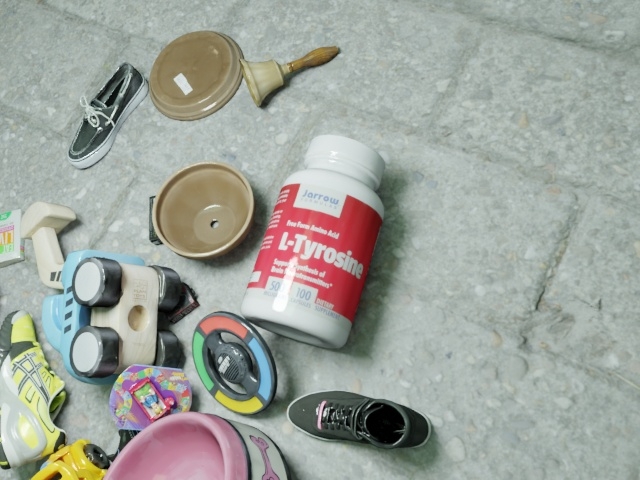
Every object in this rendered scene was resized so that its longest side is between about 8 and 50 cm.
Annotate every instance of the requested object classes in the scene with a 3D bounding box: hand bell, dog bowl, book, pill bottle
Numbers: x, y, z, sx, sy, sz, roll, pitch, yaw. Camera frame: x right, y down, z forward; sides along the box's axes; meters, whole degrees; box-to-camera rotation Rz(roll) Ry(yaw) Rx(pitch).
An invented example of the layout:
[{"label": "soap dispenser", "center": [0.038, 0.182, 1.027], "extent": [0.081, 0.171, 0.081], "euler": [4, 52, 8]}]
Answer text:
[{"label": "hand bell", "center": [-0.068, -0.433, 1.681], "extent": [0.241, 0.126, 0.126], "euler": [-22, 64, -6]}, {"label": "dog bowl", "center": [-0.259, 0.504, 1.249], "extent": [0.407, 0.150, 0.408], "euler": [-22, 43, 22]}, {"label": "book", "center": [-0.825, -0.004, 1.770], "extent": [0.096, 0.035, 0.144], "euler": [-15, 65, 7]}, {"label": "pill bottle", "center": [0.000, 0.000, 1.406], "extent": [0.228, 0.229, 0.408], "euler": [12, 73, 20]}]

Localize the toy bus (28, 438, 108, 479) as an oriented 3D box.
[{"label": "toy bus", "center": [-0.524, 0.519, 1.375], "extent": [0.149, 0.211, 0.220], "euler": [-42, 62, 0]}]

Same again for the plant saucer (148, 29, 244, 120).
[{"label": "plant saucer", "center": [-0.336, -0.447, 1.788], "extent": [0.277, 0.041, 0.278], "euler": [-5, 69, 14]}]

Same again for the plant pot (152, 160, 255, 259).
[{"label": "plant pot", "center": [-0.260, -0.056, 1.564], "extent": [0.237, 0.110, 0.238], "euler": [-2, 68, 6]}]

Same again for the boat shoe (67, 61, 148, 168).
[{"label": "boat shoe", "center": [-0.577, -0.334, 1.779], "extent": [0.113, 0.105, 0.306], "euler": [36, 83, 25]}]

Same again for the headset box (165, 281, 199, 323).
[{"label": "headset box", "center": [-0.325, 0.142, 1.558], "extent": [0.083, 0.032, 0.062], "euler": [-36, 64, 2]}]

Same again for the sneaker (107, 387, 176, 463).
[{"label": "sneaker", "center": [-0.375, 0.389, 1.450], "extent": [0.090, 0.081, 0.232], "euler": [23, 79, 16]}]

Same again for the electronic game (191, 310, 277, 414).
[{"label": "electronic game", "center": [-0.182, 0.256, 1.401], "extent": [0.229, 0.048, 0.230], "euler": [13, 113, 33]}]

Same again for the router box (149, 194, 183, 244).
[{"label": "router box", "center": [-0.369, -0.057, 1.645], "extent": [0.092, 0.038, 0.123], "euler": [-11, 67, 13]}]

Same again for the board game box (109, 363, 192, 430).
[{"label": "board game box", "center": [-0.343, 0.327, 1.381], "extent": [0.168, 0.033, 0.133], "euler": [12, 85, -25]}]

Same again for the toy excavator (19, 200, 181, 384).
[{"label": "toy excavator", "center": [-0.551, 0.108, 1.546], "extent": [0.444, 0.222, 0.434], "euler": [-6, 79, 33]}]

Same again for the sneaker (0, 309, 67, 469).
[{"label": "sneaker", "center": [-0.663, 0.332, 1.547], "extent": [0.147, 0.145, 0.385], "euler": [-4, 54, -21]}]

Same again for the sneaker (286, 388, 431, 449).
[{"label": "sneaker", "center": [0.058, 0.339, 1.303], "extent": [0.295, 0.147, 0.105], "euler": [4, 72, 19]}]
